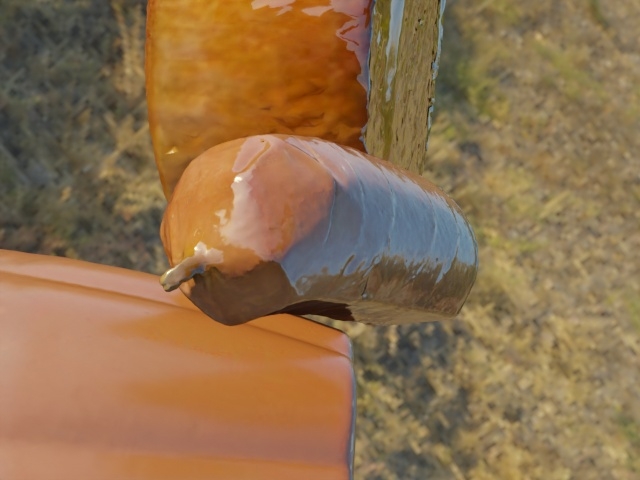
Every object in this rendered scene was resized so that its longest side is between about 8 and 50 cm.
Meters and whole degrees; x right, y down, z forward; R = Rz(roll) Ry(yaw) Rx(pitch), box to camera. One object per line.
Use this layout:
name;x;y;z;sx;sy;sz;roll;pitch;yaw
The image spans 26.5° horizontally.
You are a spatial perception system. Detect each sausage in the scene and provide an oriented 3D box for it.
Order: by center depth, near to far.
sausage;0.000;-0.001;0.470;0.065;0.065;0.169;60;19;18

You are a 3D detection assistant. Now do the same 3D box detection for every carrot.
carrot;0.014;-0.092;0.676;0.307;0.100;0.258;20;78;-73

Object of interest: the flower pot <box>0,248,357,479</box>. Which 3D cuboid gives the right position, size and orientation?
flower pot;-0.073;0.097;0.595;0.190;0.173;0.191;-179;-90;-88
